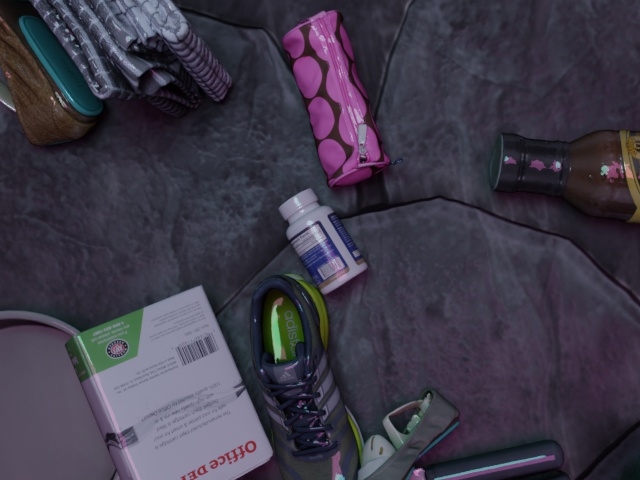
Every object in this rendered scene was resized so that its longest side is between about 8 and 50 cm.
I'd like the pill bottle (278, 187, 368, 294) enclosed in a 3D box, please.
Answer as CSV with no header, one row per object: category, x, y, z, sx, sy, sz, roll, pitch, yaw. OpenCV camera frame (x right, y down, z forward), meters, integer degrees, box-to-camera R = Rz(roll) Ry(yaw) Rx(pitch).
pill bottle,0.000,0.000,0.950,0.067,0.067,0.120,-32,86,0

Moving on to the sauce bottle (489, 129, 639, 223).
sauce bottle,0.376,-0.071,0.917,0.344,0.111,0.112,5,87,2

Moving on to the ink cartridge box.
ink cartridge box,-0.175,0.185,0.905,0.160,0.092,0.220,-21,86,-30

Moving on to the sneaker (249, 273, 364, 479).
sneaker,-0.028,0.176,0.894,0.111,0.121,0.300,-20,74,8

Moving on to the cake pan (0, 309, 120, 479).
cake pan,-0.369,0.232,0.959,0.292,0.054,0.294,0,87,2

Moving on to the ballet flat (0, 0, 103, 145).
ballet flat,-0.395,-0.267,0.974,0.124,0.116,0.343,-28,90,20

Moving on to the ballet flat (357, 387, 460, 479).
ballet flat,0.084,0.238,0.887,0.068,0.213,0.072,47,133,10

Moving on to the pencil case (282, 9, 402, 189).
pencil case,0.020,-0.172,0.944,0.095,0.098,0.210,-20,85,1

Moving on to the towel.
towel,-0.241,-0.271,0.894,0.121,0.235,0.284,-38,85,3

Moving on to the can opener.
can opener,0.151,0.302,0.912,0.283,0.095,0.076,-15,87,8
